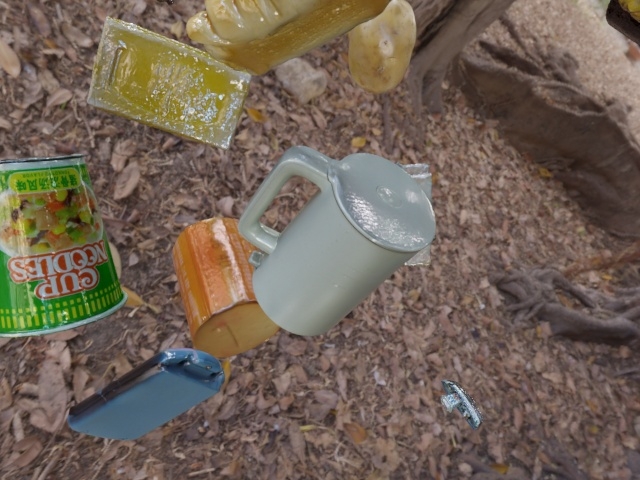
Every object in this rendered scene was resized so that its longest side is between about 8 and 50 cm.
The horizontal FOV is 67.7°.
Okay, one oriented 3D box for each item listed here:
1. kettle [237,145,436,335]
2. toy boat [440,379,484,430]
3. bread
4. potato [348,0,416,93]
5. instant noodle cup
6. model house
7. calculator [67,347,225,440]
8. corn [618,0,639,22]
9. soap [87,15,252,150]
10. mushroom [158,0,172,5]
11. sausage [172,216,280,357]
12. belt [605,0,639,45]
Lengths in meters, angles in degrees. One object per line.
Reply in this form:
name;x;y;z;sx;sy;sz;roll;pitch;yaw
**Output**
kettle;0.012;-0.004;0.857;0.265;0.318;0.205;50;46;7
toy boat;0.336;0.401;1.168;0.066;0.059;0.140;-16;45;-15
bread;-0.034;-0.356;0.700;0.173;0.312;0.121;7;68;-66
potato;0.113;-0.361;0.884;0.119;0.178;0.109;-6;40;-16
instant noodle cup;-0.409;-0.005;0.699;0.207;0.207;0.232;-20;111;-49
model house;0.172;-0.071;1.389;0.285;0.243;0.298;-1;92;-3
calculator;-0.315;0.290;0.877;0.173;0.293;0.051;46;16;-50
corn;0.472;-0.247;0.497;0.388;0.144;0.143;6;57;-16
soap;-0.323;-0.335;1.048;0.315;0.199;0.091;18;18;-15
mushroom;-0.384;-0.748;1.206;0.212;0.218;0.291;35;79;-40
sausage;-0.240;0.115;1.213;0.233;0.233;0.287;10;41;-39
belt;0.675;-0.495;0.876;0.164;0.289;0.184;55;4;31
